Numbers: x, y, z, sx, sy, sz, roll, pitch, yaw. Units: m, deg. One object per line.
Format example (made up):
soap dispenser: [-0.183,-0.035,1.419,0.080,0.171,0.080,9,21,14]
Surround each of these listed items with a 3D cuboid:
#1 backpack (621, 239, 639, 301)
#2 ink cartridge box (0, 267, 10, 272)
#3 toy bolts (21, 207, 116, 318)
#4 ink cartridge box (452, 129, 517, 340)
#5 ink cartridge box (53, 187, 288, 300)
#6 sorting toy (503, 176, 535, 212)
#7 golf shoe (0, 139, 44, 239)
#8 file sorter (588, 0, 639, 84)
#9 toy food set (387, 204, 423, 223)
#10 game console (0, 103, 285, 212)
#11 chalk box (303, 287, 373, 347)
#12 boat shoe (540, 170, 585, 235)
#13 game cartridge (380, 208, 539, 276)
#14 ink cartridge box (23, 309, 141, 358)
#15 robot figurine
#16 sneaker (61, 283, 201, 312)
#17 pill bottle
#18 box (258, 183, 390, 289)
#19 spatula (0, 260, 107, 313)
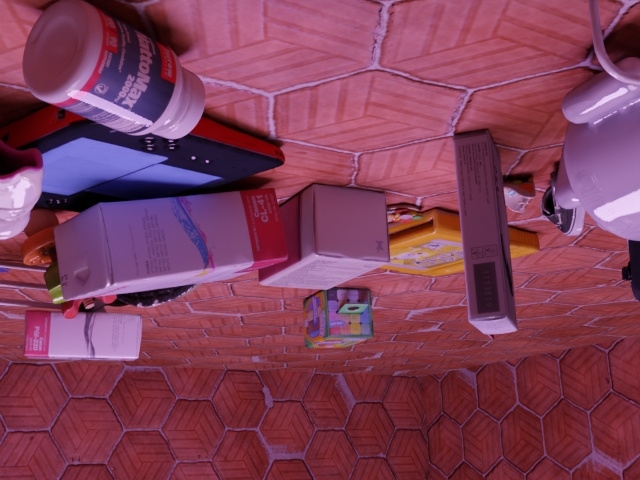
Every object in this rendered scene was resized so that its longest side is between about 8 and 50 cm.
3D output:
backpack: [0.659,-0.002,1.470,0.253,0.225,0.191,-2,174,-16]
ink cartridge box: [-0.871,0.070,1.804,0.329,0.072,0.324,-5,164,14]
toy bolts: [-0.421,0.020,1.585,0.218,0.159,0.228,-21,166,-20]
ink cartridge box: [0.257,0.004,1.333,0.060,0.275,0.239,-8,164,18]
ink cartridge box: [-0.241,0.007,1.419,0.306,0.131,0.226,-5,174,-35]
sorting toy: [0.314,-0.082,1.478,0.075,0.045,0.083,5,165,2]
golf shoe: [-0.480,-0.119,1.072,0.306,0.115,0.140,26,129,-26]
file sorter: [0.349,-0.241,0.642,0.192,0.173,0.277,3,163,-22]
toy food set: [0.142,-0.046,1.613,0.083,0.020,0.082,6,163,-27]
game console: [-0.296,-0.105,1.263,0.386,0.060,0.342,-13,161,36]
chalk box: [0.053,0.199,2.289,0.132,0.132,0.213,3,164,-22]
boat shoe: [0.407,-0.067,1.487,0.070,0.078,0.219,-5,156,8]
game cartridge: [0.238,0.016,1.803,0.323,0.053,0.285,12,159,-39]
ink cartridge box: [-0.469,0.190,1.746,0.217,0.092,0.158,2,170,-14]
robot figurine: [0.434,-0.119,1.045,0.299,0.200,0.353,21,157,-19]
sneaker: [-0.341,0.056,1.740,0.410,0.158,0.182,-7,176,41]
pill bottle: [-0.210,-0.172,0.933,0.107,0.108,0.180,-12,163,32]
box: [0.000,0.000,1.560,0.148,0.127,0.232,6,162,-27]
spatula: [-0.572,0.098,1.845,0.241,0.168,0.019,8,125,-24]
